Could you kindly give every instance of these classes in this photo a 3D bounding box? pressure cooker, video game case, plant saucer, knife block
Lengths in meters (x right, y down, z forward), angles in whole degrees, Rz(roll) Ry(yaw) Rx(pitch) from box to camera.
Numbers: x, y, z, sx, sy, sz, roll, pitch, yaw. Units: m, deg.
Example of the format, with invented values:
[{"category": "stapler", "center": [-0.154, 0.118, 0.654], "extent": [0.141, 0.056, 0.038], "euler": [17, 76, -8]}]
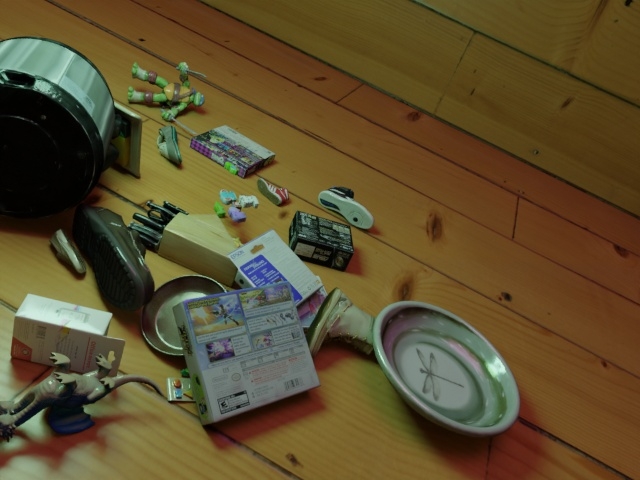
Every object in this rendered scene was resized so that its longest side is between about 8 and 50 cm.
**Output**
[{"category": "pressure cooker", "center": [-0.696, -0.294, 1.411], "extent": [0.376, 0.369, 0.420], "euler": [-3, 35, -11]}, {"category": "video game case", "center": [-0.151, 0.226, 1.204], "extent": [0.270, 0.061, 0.244], "euler": [-7, 75, -40]}, {"category": "video game case", "center": [-0.057, 0.160, 1.501], "extent": [0.184, 0.023, 0.201], "euler": [5, 37, -27]}, {"category": "plant saucer", "center": [0.291, 0.323, 1.403], "extent": [0.401, 0.100, 0.400], "euler": [19, 33, -13]}, {"category": "knife block", "center": [-0.359, 0.006, 1.469], "extent": [0.242, 0.088, 0.275], "euler": [-4, 42, -36]}, {"category": "video game case", "center": [-0.307, -0.319, 2.024], "extent": [0.232, 0.041, 0.210], "euler": [31, 32, 11]}, {"category": "plant saucer", "center": [-0.293, 0.168, 1.262], "extent": [0.199, 0.036, 0.198], "euler": [-1, 54, 1]}]

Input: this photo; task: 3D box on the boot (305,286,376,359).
[{"category": "boot", "center": [0.056, 0.236, 1.408], "extent": [0.165, 0.077, 0.213], "euler": [36, 49, -7]}]

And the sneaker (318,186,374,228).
[{"category": "sneaker", "center": [0.111, -0.126, 1.977], "extent": [0.217, 0.079, 0.121], "euler": [32, 34, 15]}]

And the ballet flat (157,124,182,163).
[{"category": "ballet flat", "center": [-0.497, -0.307, 1.876], "extent": [0.068, 0.072, 0.213], "euler": [-15, 42, -8]}]

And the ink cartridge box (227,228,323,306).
[{"category": "ink cartridge box", "center": [-0.118, 0.086, 1.459], "extent": [0.208, 0.045, 0.206], "euler": [48, 36, 6]}]

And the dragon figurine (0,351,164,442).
[{"category": "dragon figurine", "center": [-0.437, 0.280, 1.016], "extent": [0.289, 0.144, 0.085], "euler": [17, 25, -49]}]

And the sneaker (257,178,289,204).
[{"category": "sneaker", "center": [-0.154, -0.167, 1.899], "extent": [0.118, 0.042, 0.067], "euler": [46, 41, 19]}]

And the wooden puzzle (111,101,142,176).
[{"category": "wooden puzzle", "center": [-0.610, -0.311, 1.644], "extent": [0.221, 0.238, 0.044], "euler": [30, 49, 10]}]

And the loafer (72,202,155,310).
[{"category": "loafer", "center": [-0.458, 0.021, 1.328], "extent": [0.130, 0.133, 0.366], "euler": [-1, 36, -42]}]

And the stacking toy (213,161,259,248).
[{"category": "stacking toy", "center": [-0.253, -0.098, 1.617], "extent": [0.052, 0.167, 0.221], "euler": [0, 40, -33]}]

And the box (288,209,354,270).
[{"category": "box", "center": [0.000, 0.000, 1.721], "extent": [0.180, 0.077, 0.147], "euler": [15, 33, -14]}]

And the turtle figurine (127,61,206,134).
[{"category": "turtle figurine", "center": [-0.546, -0.542, 2.055], "extent": [0.267, 0.197, 0.274], "euler": [10, 31, -15]}]

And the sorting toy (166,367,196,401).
[{"category": "sorting toy", "center": [-0.283, 0.292, 1.169], "extent": [0.062, 0.012, 0.083], "euler": [7, 36, -25]}]

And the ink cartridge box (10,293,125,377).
[{"category": "ink cartridge box", "center": [-0.476, 0.186, 1.101], "extent": [0.198, 0.115, 0.067], "euler": [17, 32, -13]}]

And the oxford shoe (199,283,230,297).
[{"category": "oxford shoe", "center": [-0.197, 0.196, 1.322], "extent": [0.227, 0.082, 0.096], "euler": [31, 51, 14]}]

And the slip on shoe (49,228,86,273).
[{"category": "slip on shoe", "center": [-0.589, 0.032, 1.329], "extent": [0.041, 0.051, 0.135], "euler": [-36, 67, -10]}]
